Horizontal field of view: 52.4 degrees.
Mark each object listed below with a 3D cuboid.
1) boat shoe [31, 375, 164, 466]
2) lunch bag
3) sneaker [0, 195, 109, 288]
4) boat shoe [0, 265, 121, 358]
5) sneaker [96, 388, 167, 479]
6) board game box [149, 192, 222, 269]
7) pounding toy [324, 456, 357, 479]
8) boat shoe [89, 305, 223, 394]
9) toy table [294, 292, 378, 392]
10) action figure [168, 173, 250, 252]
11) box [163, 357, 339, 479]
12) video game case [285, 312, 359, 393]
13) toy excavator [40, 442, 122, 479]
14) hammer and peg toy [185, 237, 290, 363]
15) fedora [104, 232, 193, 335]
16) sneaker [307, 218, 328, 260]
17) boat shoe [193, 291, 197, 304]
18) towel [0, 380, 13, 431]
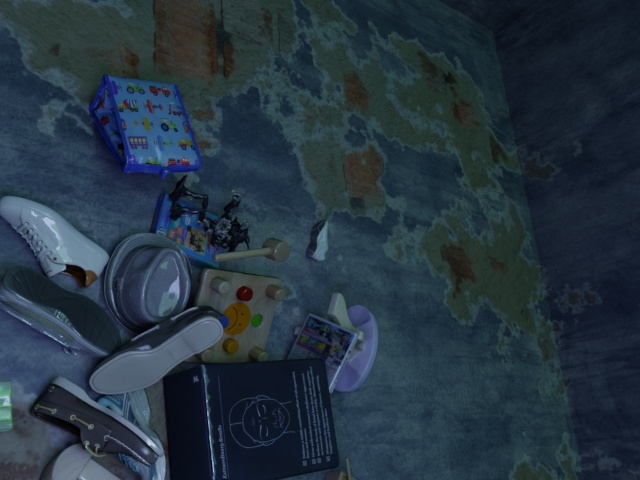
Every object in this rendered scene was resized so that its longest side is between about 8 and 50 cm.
[{"bbox_3d":[-0.489,0.413,1.419,0.325,0.116,0.096,25,56,19],"label":"boat shoe"},{"bbox_3d":[-0.461,-0.291,1.762,0.221,0.138,0.293,-4,56,-43],"label":"lunch bag"},{"bbox_3d":[-0.648,0.010,1.545,0.290,0.106,0.123,38,48,-25],"label":"sneaker"},{"bbox_3d":[-0.614,0.183,1.523,0.320,0.103,0.118,39,31,-30],"label":"boat shoe"},{"bbox_3d":[-0.446,0.477,1.514,0.122,0.110,0.283,-8,54,-33],"label":"sneaker"},{"bbox_3d":[-0.374,-0.021,1.845,0.210,0.047,0.160,26,56,-31],"label":"board game box"},{"bbox_3d":[0.069,0.726,1.887,0.130,0.100,0.141,40,51,-23],"label":"pounding toy"},{"bbox_3d":[-0.391,0.261,1.565,0.335,0.095,0.112,-26,117,-7],"label":"boat shoe"},{"bbox_3d":[0.061,0.308,1.975,0.161,0.252,0.274,35,51,-44],"label":"toy table"},{"bbox_3d":[-0.284,-0.064,1.815,0.276,0.141,0.164,31,42,-27],"label":"action figure"},{"bbox_3d":[-0.178,0.474,1.696,0.396,0.212,0.293,7,69,-41],"label":"box"},{"bbox_3d":[-0.001,0.323,1.888,0.023,0.201,0.183,35,77,-43],"label":"video game case"},{"bbox_3d":[-0.414,0.701,1.426,0.433,0.222,0.445,22,45,-33],"label":"toy excavator"},{"bbox_3d":[-0.228,0.155,1.745,0.266,0.127,0.361,10,96,-41],"label":"hammer and peg toy"},{"bbox_3d":[-0.417,0.109,1.666,0.244,0.124,0.275,23,70,-34],"label":"fedora"},{"bbox_3d":[0.000,0.000,2.174,0.061,0.054,0.152,38,57,-36],"label":"sneaker"},{"bbox_3d":[-0.280,0.160,1.849,0.184,0.066,0.063,-8,79,-34],"label":"boat shoe"},{"bbox_3d":[-0.735,0.356,1.380,0.152,0.023,0.113,5,70,-41],"label":"towel"}]
